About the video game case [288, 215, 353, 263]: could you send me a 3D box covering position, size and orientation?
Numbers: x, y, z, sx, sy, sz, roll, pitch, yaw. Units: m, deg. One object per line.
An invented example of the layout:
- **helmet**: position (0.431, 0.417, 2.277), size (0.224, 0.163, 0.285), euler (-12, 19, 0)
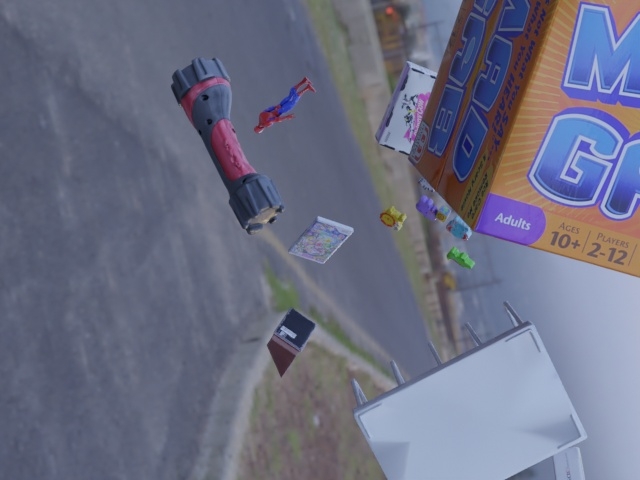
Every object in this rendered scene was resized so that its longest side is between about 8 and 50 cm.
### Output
- **video game case**: position (0.000, 0.000, 2.531), size (0.122, 0.087, 0.011), euler (-48, -146, 40)

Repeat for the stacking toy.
- **stacking toy**: position (0.258, -0.043, 2.546), size (0.167, 0.221, 0.052), euler (-47, 163, -36)

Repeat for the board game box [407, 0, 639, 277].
- **board game box**: position (0.363, -0.178, 1.526), size (0.356, 0.356, 0.356), euler (-115, -139, -71)

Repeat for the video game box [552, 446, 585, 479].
- **video game box**: position (0.387, 0.412, 1.853), size (0.205, 0.048, 0.187), euler (47, 37, -73)

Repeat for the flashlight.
- **flashlight**: position (-0.155, -0.168, 2.097), size (0.304, 0.103, 0.103), euler (62, 6, 19)

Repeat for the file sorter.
- **file sorter**: position (0.203, 0.240, 1.776), size (0.193, 0.277, 0.173), euler (63, 1, -14)

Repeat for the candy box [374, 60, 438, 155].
- **candy box**: position (0.227, -0.234, 2.371), size (0.070, 0.196, 0.165), euler (-100, -150, -70)

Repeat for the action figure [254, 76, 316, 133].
- **action figure**: position (-0.057, -0.203, 1.881), size (0.030, 0.115, 0.038), euler (42, 17, -45)

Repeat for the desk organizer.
- **desk organizer**: position (-0.047, 0.143, 1.713), size (0.047, 0.050, 0.130), euler (34, 15, 1)
